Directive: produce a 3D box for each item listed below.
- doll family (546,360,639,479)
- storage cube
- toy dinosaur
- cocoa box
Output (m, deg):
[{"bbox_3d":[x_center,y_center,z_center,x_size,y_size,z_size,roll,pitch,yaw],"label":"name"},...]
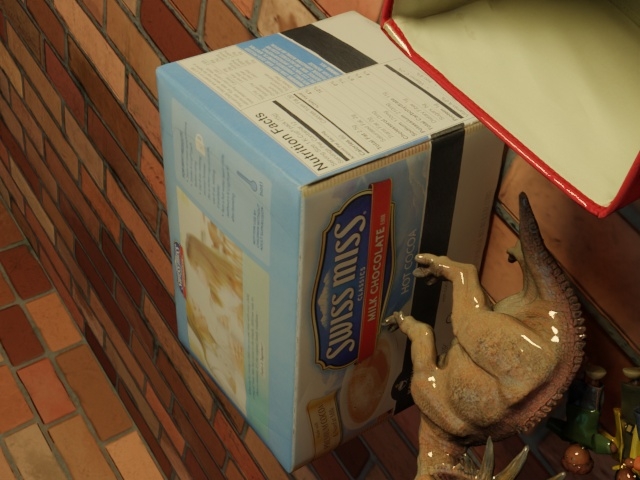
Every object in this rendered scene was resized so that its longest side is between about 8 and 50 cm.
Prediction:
[{"bbox_3d":[0.267,0.166,0.654,0.193,0.076,0.111,17,106,59],"label":"doll family"},{"bbox_3d":[0.178,-0.159,0.452,0.215,0.193,0.184,47,145,29],"label":"storage cube"},{"bbox_3d":[0.147,0.116,0.679,0.296,0.127,0.200,-64,32,29],"label":"toy dinosaur"},{"bbox_3d":[0.000,0.000,0.818,0.231,0.228,0.347,41,142,38],"label":"cocoa box"}]
